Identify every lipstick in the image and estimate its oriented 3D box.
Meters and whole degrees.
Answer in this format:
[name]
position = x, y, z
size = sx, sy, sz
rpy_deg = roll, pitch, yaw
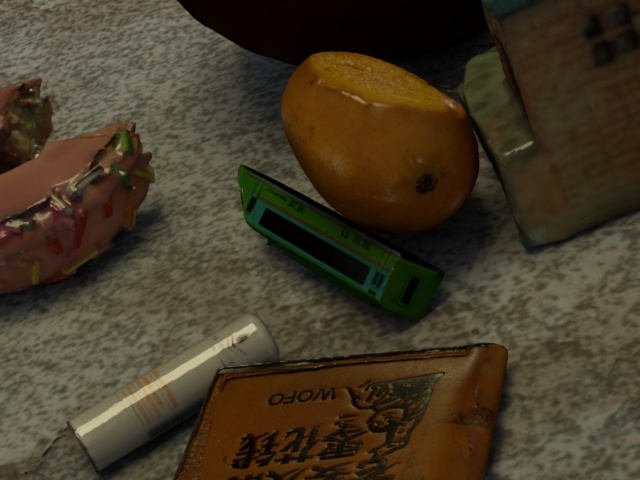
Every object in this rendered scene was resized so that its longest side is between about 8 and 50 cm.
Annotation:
[lipstick]
position = -0.093, 0.096, 1.230
size = 0.141, 0.040, 0.040
rpy_deg = -31, 34, -11

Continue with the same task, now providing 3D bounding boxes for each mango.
[mango]
position = 0.034, -0.066, 1.285
size = 0.217, 0.141, 0.102
rpy_deg = -109, 41, -75

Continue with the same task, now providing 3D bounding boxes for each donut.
[donut]
position = -0.242, -0.031, 1.458
size = 0.199, 0.085, 0.233
rpy_deg = -36, 35, -19

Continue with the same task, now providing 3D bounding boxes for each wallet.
[wallet]
position = 0.006, 0.125, 1.125
size = 0.195, 0.042, 0.161
rpy_deg = -10, 36, 21

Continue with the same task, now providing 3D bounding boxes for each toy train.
[toy train]
position = 0.000, 0.000, 1.298
size = 0.209, 0.044, 0.042
rpy_deg = 30, 95, 51

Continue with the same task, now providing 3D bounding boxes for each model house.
[model house]
position = 0.190, -0.208, 1.221
size = 0.267, 0.325, 0.194
rpy_deg = -22, 35, 3

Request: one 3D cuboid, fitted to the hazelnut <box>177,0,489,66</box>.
[hazelnut]
position = 0.042, -0.317, 1.459
size = 0.409, 0.359, 0.359
rpy_deg = -21, 33, -10
